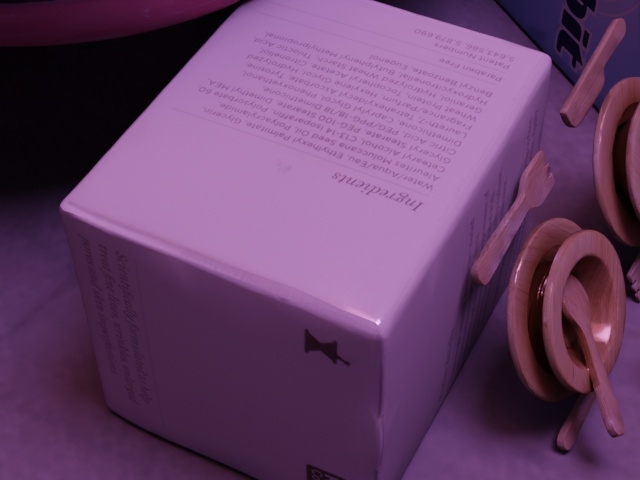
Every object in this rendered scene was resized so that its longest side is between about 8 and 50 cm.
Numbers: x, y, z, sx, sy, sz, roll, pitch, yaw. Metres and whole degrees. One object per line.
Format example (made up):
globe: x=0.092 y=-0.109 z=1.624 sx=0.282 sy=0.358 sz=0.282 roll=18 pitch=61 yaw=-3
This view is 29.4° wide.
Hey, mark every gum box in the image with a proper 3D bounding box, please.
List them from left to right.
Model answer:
gum box: x=0.172 y=-0.160 z=0.710 sx=0.041 sy=0.157 sz=0.184 roll=-18 pitch=51 yaw=-17

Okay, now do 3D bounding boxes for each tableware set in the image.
tableware set: x=0.147 y=-0.003 z=0.591 sx=0.039 sy=0.128 sz=0.194 roll=1 pitch=44 yaw=40

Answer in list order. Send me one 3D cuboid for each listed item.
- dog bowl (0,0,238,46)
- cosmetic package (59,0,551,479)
dog bowl: x=-0.137 y=-0.259 z=0.607 sx=0.408 sy=0.150 sz=0.408 roll=-1 pitch=49 yaw=1
cosmetic package: x=0.000 y=0.000 z=0.574 sx=0.151 sy=0.151 sz=0.183 roll=21 pitch=51 yaw=19
